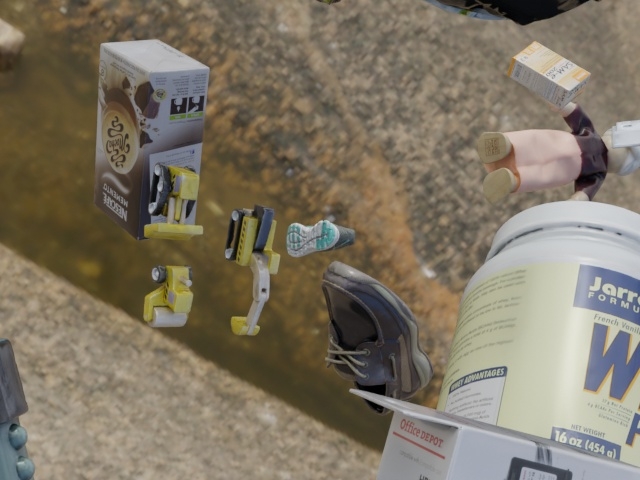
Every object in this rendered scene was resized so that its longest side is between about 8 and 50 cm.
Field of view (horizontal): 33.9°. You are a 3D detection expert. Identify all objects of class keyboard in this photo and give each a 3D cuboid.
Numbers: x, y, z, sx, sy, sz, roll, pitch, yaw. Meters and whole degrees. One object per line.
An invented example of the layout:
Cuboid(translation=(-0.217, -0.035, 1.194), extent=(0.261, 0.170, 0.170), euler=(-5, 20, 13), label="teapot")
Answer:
Cuboid(translation=(0.525, -0.153, 1.417), extent=(0.072, 0.256, 0.014), euler=(-70, 149, -53), label="keyboard")

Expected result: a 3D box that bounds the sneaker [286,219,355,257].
Cuboid(translation=(0.000, 0.000, 1.883), extent=(0.076, 0.166, 0.065), euler=(5, 87, -34), label="sneaker")

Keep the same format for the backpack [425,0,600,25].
Cuboid(translation=(0.067, -0.274, 0.545), extent=(0.355, 0.290, 0.273), euler=(35, 35, -21), label="backpack")

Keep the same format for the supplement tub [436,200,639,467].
Cuboid(translation=(0.230, 0.148, 0.982), extent=(0.235, 0.235, 0.325), euler=(33, 52, -19), label="supplement tub")

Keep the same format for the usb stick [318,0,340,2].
Cuboid(translation=(-0.100, -0.336, 1.168), extent=(0.278, 0.077, 0.045), euler=(18, 44, 0), label="usb stick")

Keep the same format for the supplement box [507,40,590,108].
Cuboid(translation=(0.327, -0.238, 1.505), extent=(0.098, 0.036, 0.062), euler=(36, 52, 21), label="supplement box")

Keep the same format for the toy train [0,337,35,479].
Cuboid(translation=(-0.405, 0.261, 1.154), extent=(0.142, 0.190, 0.334), euler=(-4, 80, -82), label="toy train")

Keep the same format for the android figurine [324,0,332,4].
Cuboid(translation=(-0.088, -0.328, 1.017), extent=(0.272, 0.248, 0.056), euler=(27, 72, -11), label="android figurine")

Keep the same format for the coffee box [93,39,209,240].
Cuboid(translation=(-0.292, -0.172, 1.784), extent=(0.119, 0.297, 0.168), euler=(-13, 32, -38), label="coffee box")

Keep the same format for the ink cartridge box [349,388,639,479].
Cuboid(translation=(0.107, 0.150, 0.680), extent=(0.180, 0.104, 0.060), euler=(16, 85, -17), label="ink cartridge box")

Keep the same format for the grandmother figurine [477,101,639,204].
Cuboid(translation=(0.431, -0.150, 1.833), extent=(0.342, 0.104, 0.208), euler=(-5, 96, -32), label="grandmother figurine")

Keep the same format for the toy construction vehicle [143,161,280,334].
Cuboid(translation=(-0.064, 0.008, 0.629), extent=(0.086, 0.098, 0.035), euler=(7, 6, -39), label="toy construction vehicle")

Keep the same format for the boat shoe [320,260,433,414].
Cuboid(translation=(0.081, 0.172, 1.673), extent=(0.130, 0.132, 0.355), euler=(-52, 138, -19), label="boat shoe")
